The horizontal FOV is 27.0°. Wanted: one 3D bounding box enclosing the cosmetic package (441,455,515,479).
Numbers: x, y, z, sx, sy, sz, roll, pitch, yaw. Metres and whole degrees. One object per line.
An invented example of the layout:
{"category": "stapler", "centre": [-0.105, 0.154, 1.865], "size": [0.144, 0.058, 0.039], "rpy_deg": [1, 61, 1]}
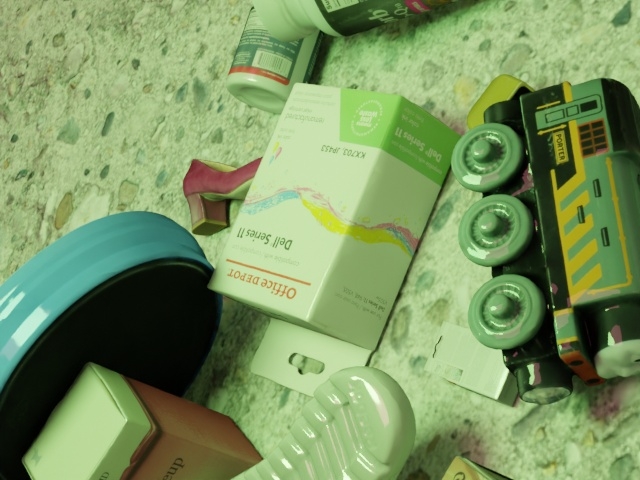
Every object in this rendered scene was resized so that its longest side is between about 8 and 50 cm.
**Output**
{"category": "cosmetic package", "centre": [0.131, 0.367, 1.218], "size": [0.129, 0.153, 0.296], "rpy_deg": [32, 91, 52]}

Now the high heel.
{"category": "high heel", "centre": [-0.102, -0.100, 1.791], "size": [0.244, 0.082, 0.117], "rpy_deg": [-33, 56, 48]}

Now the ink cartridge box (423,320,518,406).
{"category": "ink cartridge box", "centre": [0.166, 0.128, 1.412], "size": [0.115, 0.029, 0.062], "rpy_deg": [16, 81, 51]}

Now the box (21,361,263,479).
{"category": "box", "centre": [-0.202, 0.264, 1.567], "size": [0.148, 0.232, 0.127], "rpy_deg": [-56, 41, 8]}

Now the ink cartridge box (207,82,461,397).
{"category": "ink cartridge box", "centre": [0.000, 0.000, 1.592], "size": [0.207, 0.119, 0.353], "rpy_deg": [13, 78, 49]}

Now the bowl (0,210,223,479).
{"category": "bowl", "centre": [-0.275, 0.145, 1.614], "size": [0.077, 0.391, 0.391], "rpy_deg": [39, 99, 27]}

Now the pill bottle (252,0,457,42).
{"category": "pill bottle", "centre": [0.059, -0.345, 1.653], "size": [0.278, 0.162, 0.162], "rpy_deg": [-14, 58, 26]}

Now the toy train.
{"category": "toy train", "centre": [0.242, -0.006, 1.320], "size": [0.190, 0.142, 0.334], "rpy_deg": [-16, 59, 23]}

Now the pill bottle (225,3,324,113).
{"category": "pill bottle", "centre": [-0.053, -0.273, 1.815], "size": [0.108, 0.108, 0.180], "rpy_deg": [3, 70, 48]}

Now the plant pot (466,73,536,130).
{"category": "plant pot", "centre": [0.210, -0.137, 1.481], "size": [0.081, 0.081, 0.083], "rpy_deg": [-53, 29, 10]}

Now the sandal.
{"category": "sandal", "centre": [-0.004, 0.292, 1.444], "size": [0.416, 0.102, 0.169], "rpy_deg": [-51, 57, 38]}
